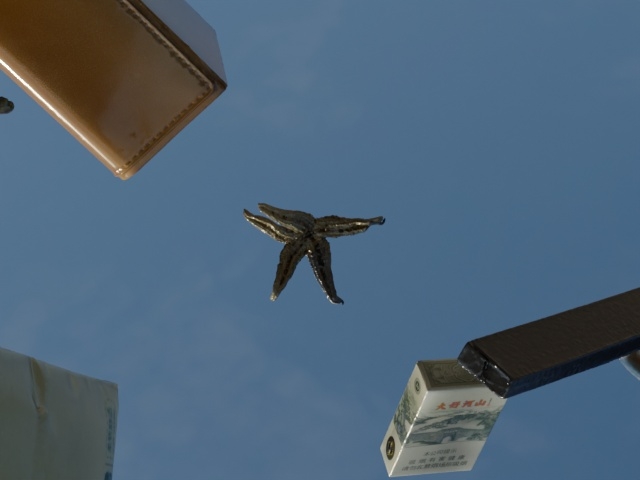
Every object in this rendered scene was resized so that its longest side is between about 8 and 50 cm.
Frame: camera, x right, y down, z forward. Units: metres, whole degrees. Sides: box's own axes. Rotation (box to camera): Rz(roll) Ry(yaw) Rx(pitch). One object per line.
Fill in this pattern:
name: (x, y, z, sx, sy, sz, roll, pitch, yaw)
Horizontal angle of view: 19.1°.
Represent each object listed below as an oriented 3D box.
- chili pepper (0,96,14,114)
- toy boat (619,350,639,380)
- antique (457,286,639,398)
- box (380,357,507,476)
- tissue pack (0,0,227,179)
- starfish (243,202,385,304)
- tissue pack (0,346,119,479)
chili pepper: (-0.380, -0.177, 1.430, 0.134, 0.338, 0.131, -10, -140, 24)
toy boat: (0.294, 0.093, 1.429, 0.097, 0.100, 0.223, -18, -168, -30)
antique: (0.133, 0.047, 0.933, 0.031, 0.015, 0.192, 43, -148, 26)
box: (0.070, 0.099, 1.067, 0.054, 0.083, 0.024, -1, -131, -18)
tissue pack: (-0.232, -0.212, 1.733, 0.145, 0.274, 0.194, -44, -161, 9)
starfish: (-0.001, -0.001, 1.834, 0.130, 0.133, 0.041, -21, -153, -6)
tissue pack: (-0.286, 0.248, 1.216, 0.207, 0.380, 0.297, 2, 171, 22)
